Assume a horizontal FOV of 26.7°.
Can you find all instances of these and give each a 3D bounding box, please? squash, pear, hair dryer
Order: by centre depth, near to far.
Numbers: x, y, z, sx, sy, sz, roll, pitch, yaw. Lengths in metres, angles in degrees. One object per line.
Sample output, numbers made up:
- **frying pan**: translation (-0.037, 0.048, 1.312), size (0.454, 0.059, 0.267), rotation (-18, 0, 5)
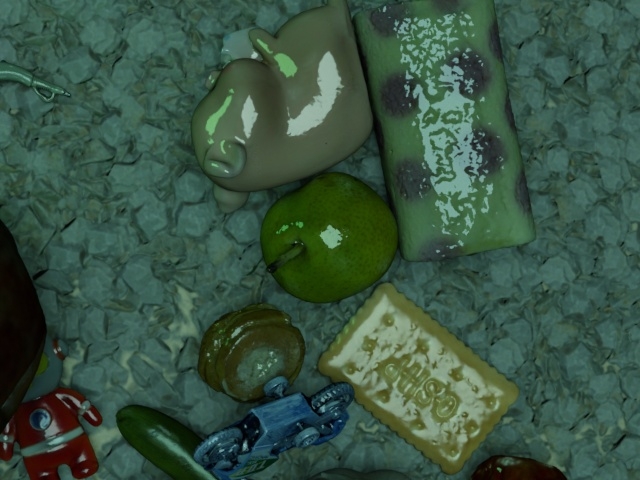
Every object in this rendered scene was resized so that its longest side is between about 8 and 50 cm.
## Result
- **pear**: translation (0.000, 0.000, 1.722), size (0.180, 0.216, 0.166), rotation (-11, 93, 29)
- **hair dryer**: translation (-0.434, -0.261, 1.767), size (0.199, 0.067, 0.167), rotation (-4, 84, -16)
- **squash**: translation (-0.163, 0.301, 1.777), size (0.258, 0.069, 0.069), rotation (41, 86, -4)

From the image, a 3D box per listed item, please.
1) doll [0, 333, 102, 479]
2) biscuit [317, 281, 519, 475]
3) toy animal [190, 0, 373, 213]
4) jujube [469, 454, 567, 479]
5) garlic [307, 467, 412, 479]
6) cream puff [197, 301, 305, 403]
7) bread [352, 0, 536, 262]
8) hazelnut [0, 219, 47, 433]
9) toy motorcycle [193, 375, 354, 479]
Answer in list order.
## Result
- **doll**: translation (-0.370, 0.203, 1.754), size (0.142, 0.076, 0.245), rotation (-19, 96, -5)
- **biscuit**: translation (0.133, 0.187, 1.824), size (0.249, 0.030, 0.160), rotation (40, 86, -4)
- **toy animal**: translation (-0.052, -0.181, 1.731), size (0.256, 0.195, 0.213), rotation (-23, 78, -3)
- **jujube**: translation (0.241, 0.429, 1.758), size (0.197, 0.197, 0.290), rotation (14, 76, -5)
- **garlic**: translation (0.070, 0.400, 1.720), size (0.207, 0.207, 0.257), rotation (-32, 76, -5)
- **cream puff**: translation (-0.095, 0.145, 1.762), size (0.144, 0.103, 0.126), rotation (-29, 117, -18)
- **bread**: translation (0.163, -0.148, 1.767), size (0.187, 0.155, 0.338), rotation (-10, 92, -8)
- **hazelnut**: translation (-0.553, 0.107, 1.601), size (0.429, 0.402, 0.402), rotation (42, 86, 7)
- **toy motorcycle**: translation (-0.062, 0.251, 1.729), size (0.254, 0.135, 0.092), rotation (-17, 59, -34)
